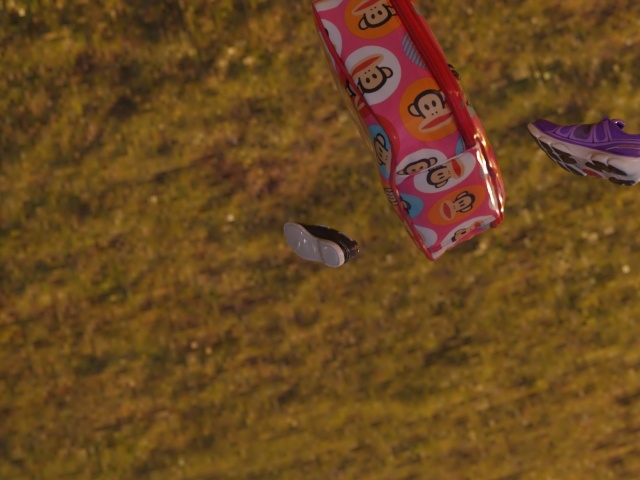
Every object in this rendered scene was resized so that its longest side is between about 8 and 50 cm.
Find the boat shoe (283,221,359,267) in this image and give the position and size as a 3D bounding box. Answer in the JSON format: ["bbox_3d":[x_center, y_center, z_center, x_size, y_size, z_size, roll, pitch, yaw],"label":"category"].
[{"bbox_3d":[0.000,0.000,1.860,0.038,0.046,0.125,-24,-155,-30],"label":"boat shoe"}]

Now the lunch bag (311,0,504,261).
[{"bbox_3d":[0.083,-0.140,1.560,0.120,0.258,0.293,-28,152,0],"label":"lunch bag"}]

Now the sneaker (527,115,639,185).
[{"bbox_3d":[0.314,-0.113,1.712,0.071,0.170,0.068,-57,135,-11],"label":"sneaker"}]
